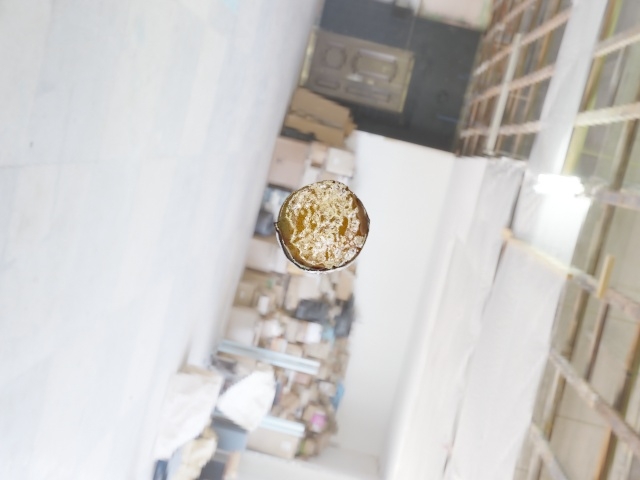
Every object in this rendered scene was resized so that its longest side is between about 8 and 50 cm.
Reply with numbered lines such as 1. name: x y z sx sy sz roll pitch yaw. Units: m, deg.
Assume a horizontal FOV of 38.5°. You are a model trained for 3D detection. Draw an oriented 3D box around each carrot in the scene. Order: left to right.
1. carrot: 0.000 0.000 0.773 0.205 0.072 0.072 98 6 -83
